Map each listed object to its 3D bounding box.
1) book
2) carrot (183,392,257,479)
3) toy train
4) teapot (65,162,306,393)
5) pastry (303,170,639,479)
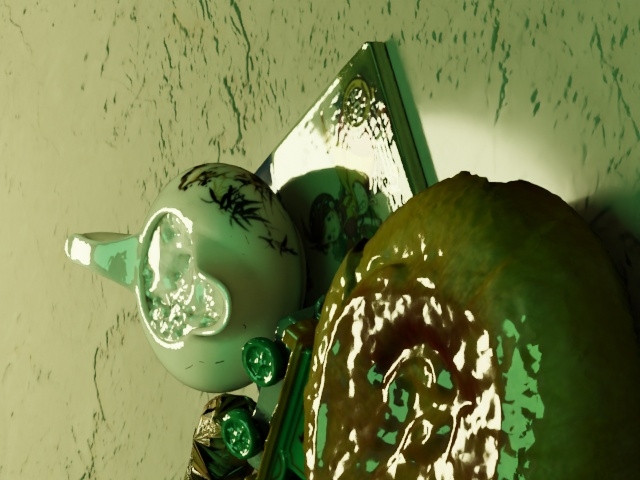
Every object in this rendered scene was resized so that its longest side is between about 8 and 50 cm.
[{"bbox_3d":[0.000,0.000,1.739,0.322,0.018,0.228,-47,49,47],"label":"book"},{"bbox_3d":[-0.099,0.219,1.814,0.229,0.069,0.069,111,146,-52],"label":"carrot"},{"bbox_3d":[-0.002,0.149,1.660,0.136,0.091,0.228,36,126,33],"label":"toy train"},{"bbox_3d":[-0.117,0.034,1.772,0.299,0.165,0.208,11,110,48],"label":"teapot"},{"bbox_3d":[0.115,0.122,1.414,0.356,0.163,0.356,-20,66,55],"label":"pastry"}]
